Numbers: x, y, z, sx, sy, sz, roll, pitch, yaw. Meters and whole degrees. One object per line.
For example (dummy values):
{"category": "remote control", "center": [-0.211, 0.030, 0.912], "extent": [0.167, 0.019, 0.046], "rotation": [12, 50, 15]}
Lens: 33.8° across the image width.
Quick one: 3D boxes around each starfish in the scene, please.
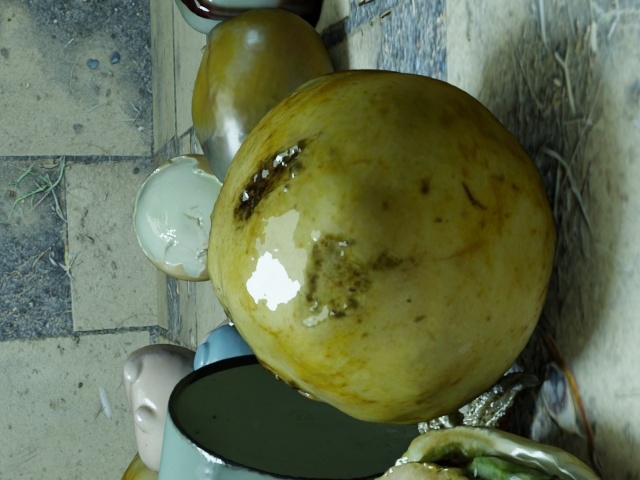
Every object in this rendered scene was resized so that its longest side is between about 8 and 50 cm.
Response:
{"category": "starfish", "center": [0.119, 0.184, 0.817], "extent": [0.227, 0.043, 0.240], "rotation": [-54, 50, 46]}

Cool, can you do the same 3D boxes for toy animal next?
{"category": "toy animal", "center": [-0.150, 0.219, 1.417], "extent": [0.229, 0.221, 0.210], "rotation": [52, -165, -56]}

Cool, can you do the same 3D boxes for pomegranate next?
{"category": "pomegranate", "center": [0.042, 0.006, 0.751], "extent": [0.260, 0.260, 0.260], "rotation": [179, 90, -75]}

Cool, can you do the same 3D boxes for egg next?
{"category": "egg", "center": [-0.196, -0.036, 1.673], "extent": [0.244, 0.201, 0.201], "rotation": [-131, 41, -85]}

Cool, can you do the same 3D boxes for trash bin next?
{"category": "trash bin", "center": [-0.041, 0.354, 1.012], "extent": [0.280, 0.280, 0.432], "rotation": [-129, 43, -66]}

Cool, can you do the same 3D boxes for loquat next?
{"category": "loquat", "center": [-0.065, -0.158, 1.228], "extent": [0.179, 0.179, 0.227], "rotation": [130, 141, -67]}

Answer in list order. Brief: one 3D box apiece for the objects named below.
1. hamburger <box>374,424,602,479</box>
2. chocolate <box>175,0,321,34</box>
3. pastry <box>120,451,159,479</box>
{"category": "hamburger", "center": [0.110, 0.192, 0.701], "extent": [0.207, 0.135, 0.155], "rotation": [-155, 79, -69]}
{"category": "chocolate", "center": [-0.111, -0.387, 1.349], "extent": [0.283, 0.186, 0.284], "rotation": [179, 90, -75]}
{"category": "pastry", "center": [-0.177, 0.482, 1.553], "extent": [0.409, 0.245, 0.409], "rotation": [179, 90, -73]}
